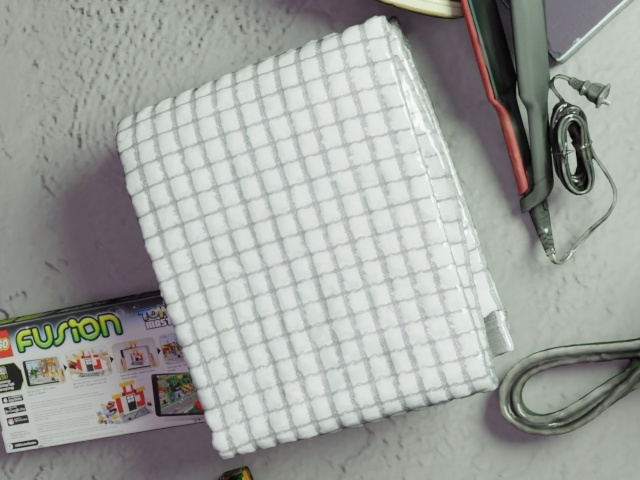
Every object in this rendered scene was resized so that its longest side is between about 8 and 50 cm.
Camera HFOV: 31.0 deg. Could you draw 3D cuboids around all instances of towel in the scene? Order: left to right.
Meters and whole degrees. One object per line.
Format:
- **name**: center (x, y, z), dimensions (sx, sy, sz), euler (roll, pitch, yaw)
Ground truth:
- **towel**: center (0.000, 0.000, 0.880), dimensions (0.235, 0.121, 0.283), euler (-19, 93, 13)

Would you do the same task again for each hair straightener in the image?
- **hair straightener**: center (0.166, -0.088, 0.835), dimensions (0.089, 0.047, 0.230), euler (0, 114, 38)

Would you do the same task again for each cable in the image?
- **cable**: center (0.273, 0.085, 0.856), dimensions (0.287, 0.072, 0.139), euler (-3, 93, 13)

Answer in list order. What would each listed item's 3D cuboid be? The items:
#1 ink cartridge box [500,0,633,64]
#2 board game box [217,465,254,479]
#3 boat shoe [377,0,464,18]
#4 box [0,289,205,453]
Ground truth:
- **ink cartridge box**: center (0.182, -0.273, 0.834), dimensions (0.208, 0.045, 0.206), euler (-43, 88, 14)
- **board game box**: center (-0.031, 0.321, 0.926), dimensions (0.030, 0.136, 0.259), euler (-25, 94, 11)
- **boat shoe**: center (0.014, -0.233, 0.857), dimensions (0.223, 0.080, 0.073), euler (26, 108, 12)
- **box**: center (-0.180, 0.108, 0.975), dimensions (0.207, 0.036, 0.114), euler (-11, 96, 14)
